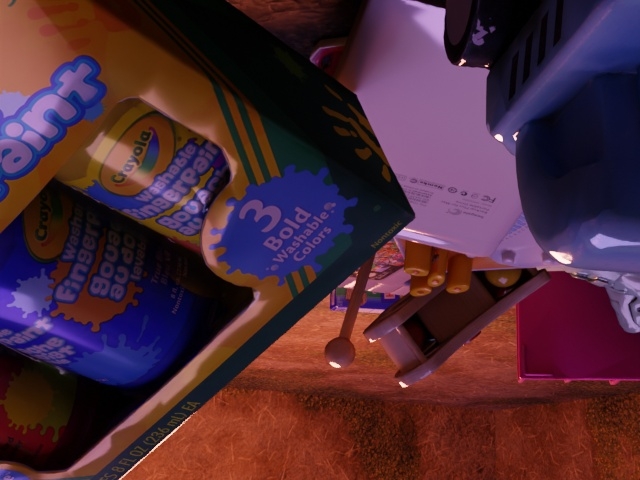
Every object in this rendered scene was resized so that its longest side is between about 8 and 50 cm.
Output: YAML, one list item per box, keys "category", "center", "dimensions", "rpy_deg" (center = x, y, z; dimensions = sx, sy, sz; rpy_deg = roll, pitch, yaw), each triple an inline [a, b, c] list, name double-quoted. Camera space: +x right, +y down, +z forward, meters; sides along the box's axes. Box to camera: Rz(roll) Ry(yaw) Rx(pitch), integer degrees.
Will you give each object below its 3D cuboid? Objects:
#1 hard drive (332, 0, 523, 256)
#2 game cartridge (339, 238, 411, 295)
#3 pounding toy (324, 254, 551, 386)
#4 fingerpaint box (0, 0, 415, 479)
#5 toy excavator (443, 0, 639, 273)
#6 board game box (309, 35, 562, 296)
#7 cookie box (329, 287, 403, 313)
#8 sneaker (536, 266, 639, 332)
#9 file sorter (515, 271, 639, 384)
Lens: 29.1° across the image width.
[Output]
- category: "hard drive"
  center: [0.102, -0.096, 1.037]
  dimensions: [0.203, 0.040, 0.307]
  rpy_deg: [13, 147, -7]
- category: "game cartridge"
  center: [0.140, -0.003, 1.554]
  dimensions: [0.230, 0.068, 0.355]
  rpy_deg: [4, 160, -28]
- category: "pounding toy"
  center: [0.111, 0.062, 1.414]
  dimensions: [0.269, 0.155, 0.154]
  rpy_deg: [-36, 179, 3]
- category: "fingerpaint box"
  center: [-0.221, 0.004, 0.886]
  dimensions: [0.445, 0.163, 0.371]
  rpy_deg: [-42, 133, 19]
- category: "toy excavator"
  center: [0.226, -0.038, 0.672]
  dimensions: [0.222, 0.445, 0.433]
  rpy_deg: [3, 165, -9]
- category: "board game box"
  center: [0.227, -0.064, 1.151]
  dimensions: [0.390, 0.050, 0.390]
  rpy_deg: [-3, 148, 18]
- category: "cookie box"
  center: [0.071, 0.060, 1.830]
  dimensions: [0.107, 0.091, 0.040]
  rpy_deg: [4, 169, -13]
- category: "sneaker"
  center: [0.370, 0.059, 1.623]
  dimensions: [0.256, 0.151, 0.094]
  rpy_deg: [-3, -161, 3]
- category: "file sorter"
  center: [0.425, 0.105, 1.770]
  dimensions: [0.291, 0.202, 0.182]
  rpy_deg: [0, 169, 5]
